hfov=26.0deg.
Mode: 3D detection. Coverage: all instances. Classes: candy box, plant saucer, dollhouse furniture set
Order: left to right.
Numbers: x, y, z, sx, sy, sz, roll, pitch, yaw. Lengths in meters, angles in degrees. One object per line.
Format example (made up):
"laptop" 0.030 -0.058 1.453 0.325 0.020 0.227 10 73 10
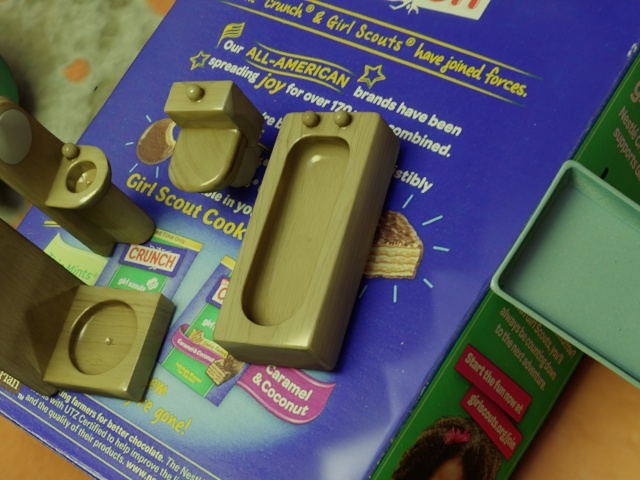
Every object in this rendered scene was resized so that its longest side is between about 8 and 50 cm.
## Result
"dollhouse furniture set" -0.074 -0.015 0.591 0.151 0.123 0.144 4 65 31
"candy box" 0.000 0.000 0.702 0.268 0.122 0.317 25 77 36
"plant saucer" 0.165 0.046 0.588 0.192 0.018 0.067 34 79 -2

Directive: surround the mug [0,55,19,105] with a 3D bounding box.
"mug" -0.260 -0.073 0.891 0.129 0.097 0.157 -17 57 17
